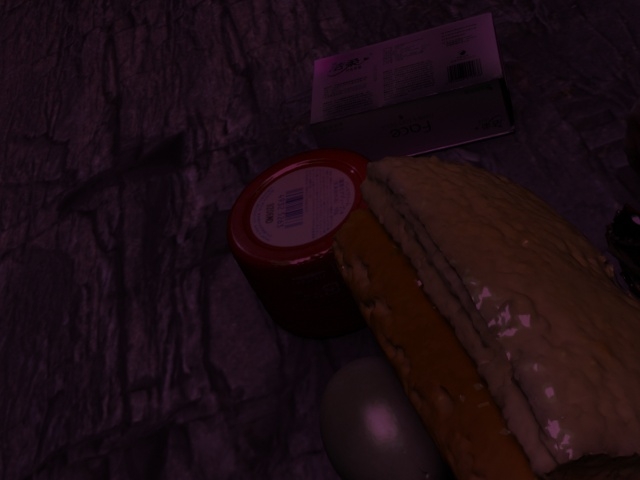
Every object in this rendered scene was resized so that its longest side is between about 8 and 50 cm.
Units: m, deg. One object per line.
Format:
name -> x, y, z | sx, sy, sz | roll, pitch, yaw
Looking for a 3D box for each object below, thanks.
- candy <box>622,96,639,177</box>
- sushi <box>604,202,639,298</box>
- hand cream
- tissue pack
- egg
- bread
candy -> 0.416, -0.071, 0.741 | 0.157, 0.214, 0.289 | -37, 43, -18
sushi -> 0.347, 0.051, 0.742 | 0.103, 0.097, 0.226 | -29, 61, -37
hand cream -> 0.000, 0.000, 0.955 | 0.193, 0.125, 0.193 | -13, 42, 12
tissue pack -> 0.117, -0.191, 1.107 | 0.246, 0.092, 0.149 | -12, 45, 16
egg -> 0.059, 0.170, 0.760 | 0.114, 0.114, 0.152 | -27, 41, 1
bread -> 0.178, 0.084, 0.717 | 0.236, 0.165, 0.375 | 10, 31, -26
